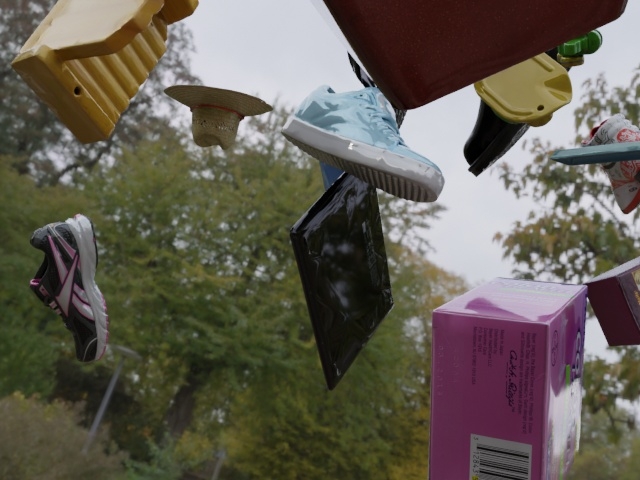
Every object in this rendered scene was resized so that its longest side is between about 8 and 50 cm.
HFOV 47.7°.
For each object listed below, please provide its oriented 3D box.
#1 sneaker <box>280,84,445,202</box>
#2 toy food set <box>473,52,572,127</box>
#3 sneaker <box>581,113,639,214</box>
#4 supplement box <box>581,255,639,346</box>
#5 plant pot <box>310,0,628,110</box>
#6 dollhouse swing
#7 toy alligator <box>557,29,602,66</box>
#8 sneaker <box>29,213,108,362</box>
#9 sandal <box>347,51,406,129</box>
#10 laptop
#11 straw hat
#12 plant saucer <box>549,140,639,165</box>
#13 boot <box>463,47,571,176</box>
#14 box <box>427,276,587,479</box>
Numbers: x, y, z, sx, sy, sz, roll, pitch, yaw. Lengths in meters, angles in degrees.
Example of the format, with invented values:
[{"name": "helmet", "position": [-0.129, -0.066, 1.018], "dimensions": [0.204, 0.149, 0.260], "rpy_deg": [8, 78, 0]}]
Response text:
[{"name": "sneaker", "position": [0.077, -0.182, 1.183], "dimensions": [0.365, 0.150, 0.135], "rpy_deg": [31, 0, 43]}, {"name": "toy food set", "position": [0.333, -0.259, 1.228], "dimensions": [0.128, 0.218, 0.071], "rpy_deg": [-36, -39, 4]}, {"name": "sneaker", "position": [0.553, -0.143, 1.325], "dimensions": [0.145, 0.090, 0.270], "rpy_deg": [47, 4, 19]}, {"name": "supplement box", "position": [0.493, 0.072, 1.054], "dimensions": [0.188, 0.104, 0.081], "rpy_deg": [-21, -4, -20]}, {"name": "plant pot", "position": [0.081, -0.255, 0.518], "dimensions": [0.267, 0.267, 0.236], "rpy_deg": [-24, -57, 1]}, {"name": "dollhouse swing", "position": [-0.307, -0.367, 1.296], "dimensions": [0.304, 0.347, 0.315], "rpy_deg": [14, -25, 28]}, {"name": "toy alligator", "position": [0.335, -0.266, 0.949], "dimensions": [0.051, 0.190, 0.056], "rpy_deg": [-3, -69, 12]}, {"name": "sneaker", "position": [-0.304, 0.060, 0.861], "dimensions": [0.077, 0.179, 0.072], "rpy_deg": [-11, 11, -28]}, {"name": "sandal", "position": [0.113, -0.407, 1.298], "dimensions": [0.106, 0.167, 0.446], "rpy_deg": [12, -64, 24]}, {"name": "laptop", "position": [0.000, 0.000, 1.442], "dimensions": [0.236, 0.408, 0.382], "rpy_deg": [12, -47, 31]}, {"name": "straw hat", "position": [-0.128, -0.142, 0.880], "dimensions": [0.144, 0.061, 0.144], "rpy_deg": [7, -1, 0]}, {"name": "plant saucer", "position": [0.444, -0.131, 1.077], "dimensions": [0.067, 0.018, 0.192], "rpy_deg": [8, -6, -43]}, {"name": "boot", "position": [0.311, -0.322, 1.381], "dimensions": [0.260, 0.131, 0.348], "rpy_deg": [40, -57, 16]}, {"name": "box", "position": [0.214, 0.166, 0.803], "dimensions": [0.117, 0.214, 0.243], "rpy_deg": [4, 7, 27]}]
